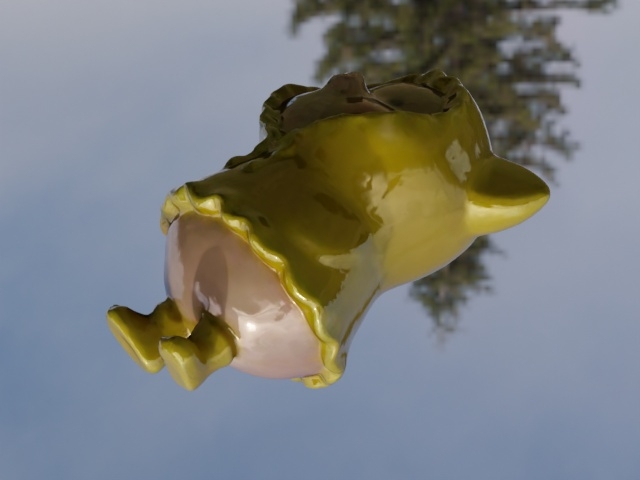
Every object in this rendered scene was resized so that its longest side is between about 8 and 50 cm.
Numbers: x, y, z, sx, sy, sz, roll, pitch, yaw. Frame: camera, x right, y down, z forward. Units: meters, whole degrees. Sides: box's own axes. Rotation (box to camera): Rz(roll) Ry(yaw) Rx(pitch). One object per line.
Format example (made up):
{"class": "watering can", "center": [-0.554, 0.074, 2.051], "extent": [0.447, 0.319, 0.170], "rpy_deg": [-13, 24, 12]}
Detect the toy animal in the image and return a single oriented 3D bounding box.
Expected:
{"class": "toy animal", "center": [-0.002, -0.001, 0.888], "extent": [0.229, 0.156, 0.156], "rpy_deg": [-33, -143, -23]}
